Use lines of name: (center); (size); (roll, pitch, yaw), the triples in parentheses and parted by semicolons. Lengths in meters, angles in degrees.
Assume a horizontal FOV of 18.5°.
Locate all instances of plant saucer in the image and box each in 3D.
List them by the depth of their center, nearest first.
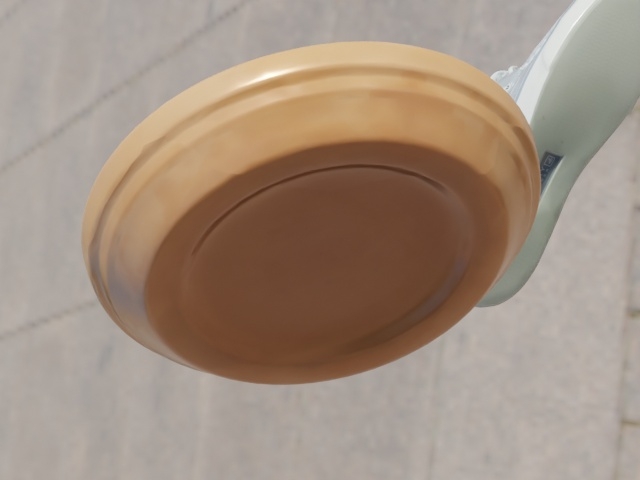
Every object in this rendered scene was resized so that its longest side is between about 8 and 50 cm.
plant saucer: (0.000, 0.000, 0.835); (0.200, 0.200, 0.037); (119, 148, -41)

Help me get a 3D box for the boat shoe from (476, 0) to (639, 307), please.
boat shoe: (0.127, -0.071, 1.227); (0.081, 0.079, 0.227); (38, 102, 50)
